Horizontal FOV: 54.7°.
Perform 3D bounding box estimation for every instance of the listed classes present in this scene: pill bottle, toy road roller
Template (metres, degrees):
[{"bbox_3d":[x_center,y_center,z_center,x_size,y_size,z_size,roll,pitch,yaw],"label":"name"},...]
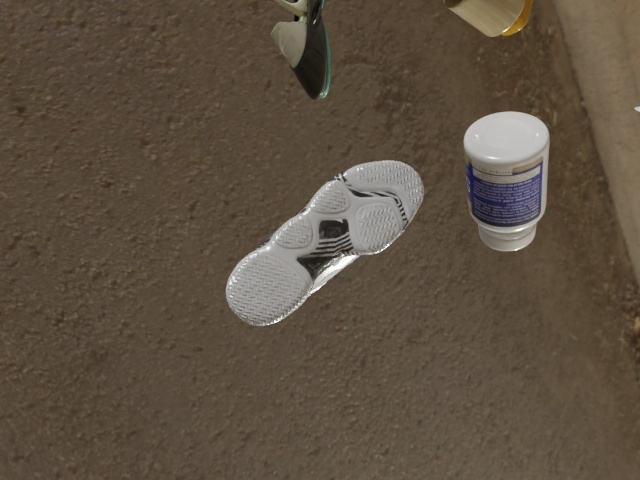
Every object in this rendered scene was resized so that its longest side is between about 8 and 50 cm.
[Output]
[{"bbox_3d":[0.265,-0.077,0.883,0.112,0.112,0.186,-46,141,-27],"label":"pill bottle"},{"bbox_3d":[0.407,-0.611,1.263,0.202,0.240,0.329,21,81,-29],"label":"toy road roller"}]

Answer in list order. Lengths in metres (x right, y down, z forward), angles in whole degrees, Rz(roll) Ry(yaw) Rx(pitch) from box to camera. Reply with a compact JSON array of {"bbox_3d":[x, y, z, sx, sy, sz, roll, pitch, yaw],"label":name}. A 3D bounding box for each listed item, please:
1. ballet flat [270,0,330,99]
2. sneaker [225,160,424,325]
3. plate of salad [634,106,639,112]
[{"bbox_3d":[-0.036,-0.383,1.063,0.096,0.095,0.280,2,87,-22],"label":"ballet flat"},{"bbox_3d":[0.000,0.000,1.045,0.366,0.210,0.137,-38,92,-7],"label":"sneaker"},{"bbox_3d":[0.467,-0.130,0.710,0.200,0.200,0.048,-13,116,-40],"label":"plate of salad"}]
